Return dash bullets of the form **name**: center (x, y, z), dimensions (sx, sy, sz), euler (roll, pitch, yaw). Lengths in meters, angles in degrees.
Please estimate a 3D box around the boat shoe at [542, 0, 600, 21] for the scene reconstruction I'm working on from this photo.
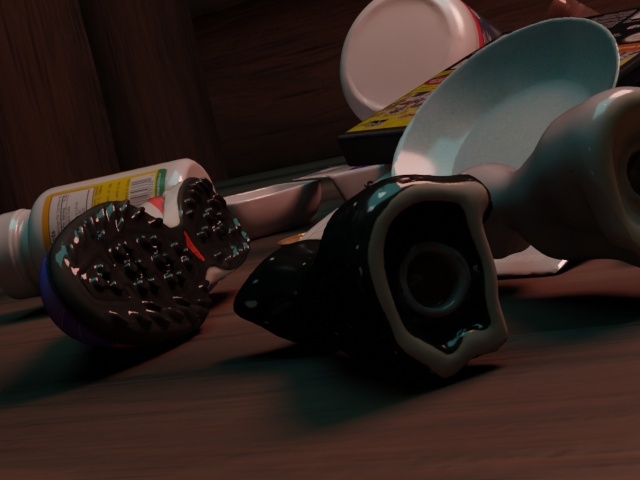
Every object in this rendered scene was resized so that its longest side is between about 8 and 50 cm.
- **boat shoe**: center (0.308, -0.241, 1.726), dimensions (0.123, 0.123, 0.342), euler (-50, -3, -24)

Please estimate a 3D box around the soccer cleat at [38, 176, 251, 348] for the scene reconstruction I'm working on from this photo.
- **soccer cleat**: center (-0.142, 0.030, 0.874), dimensions (0.116, 0.109, 0.318), euler (-34, 4, 14)

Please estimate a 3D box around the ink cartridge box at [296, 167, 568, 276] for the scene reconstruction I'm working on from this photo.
- **ink cartridge box**: center (0.175, -0.034, 0.964), dimensions (0.308, 0.091, 0.385), euler (-6, 26, 47)

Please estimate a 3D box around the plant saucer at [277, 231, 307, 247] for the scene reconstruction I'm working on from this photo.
- **plant saucer**: center (0.000, 0.000, 1.165), dimensions (0.083, 0.015, 0.083), euler (-13, 6, 1)

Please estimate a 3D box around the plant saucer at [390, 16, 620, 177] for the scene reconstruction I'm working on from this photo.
- **plant saucer**: center (0.140, -0.081, 0.871), dimensions (0.195, 0.037, 0.195), euler (-31, 34, 24)

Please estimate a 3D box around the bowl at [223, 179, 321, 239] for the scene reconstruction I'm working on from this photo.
- **bowl**: center (-0.077, -0.034, 1.476), dimensions (0.142, 0.053, 0.142), euler (-15, 6, -30)

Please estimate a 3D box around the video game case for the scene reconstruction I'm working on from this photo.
- **video game case**: center (0.187, -0.140, 1.057), dimensions (0.248, 0.035, 0.275), euler (-34, 20, -31)

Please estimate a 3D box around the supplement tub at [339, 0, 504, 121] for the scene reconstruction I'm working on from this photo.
- **supplement tub**: center (0.168, -0.203, 1.546), dimensions (0.191, 0.191, 0.272), euler (-9, -16, 33)

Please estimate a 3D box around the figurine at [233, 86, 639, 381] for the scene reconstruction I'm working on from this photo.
- **figurine**: center (0.072, -0.004, 0.645), dimensions (0.214, 0.092, 0.209), euler (-23, 5, -23)

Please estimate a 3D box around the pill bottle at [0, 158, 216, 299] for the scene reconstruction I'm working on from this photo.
- **pill bottle**: center (-0.208, -0.003, 1.150), dimensions (0.208, 0.118, 0.117), euler (-12, 6, 13)

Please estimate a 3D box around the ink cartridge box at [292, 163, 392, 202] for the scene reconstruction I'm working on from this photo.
- **ink cartridge box**: center (0.148, -0.082, 1.402), dimensions (0.332, 0.065, 0.165), euler (-9, 7, 19)
